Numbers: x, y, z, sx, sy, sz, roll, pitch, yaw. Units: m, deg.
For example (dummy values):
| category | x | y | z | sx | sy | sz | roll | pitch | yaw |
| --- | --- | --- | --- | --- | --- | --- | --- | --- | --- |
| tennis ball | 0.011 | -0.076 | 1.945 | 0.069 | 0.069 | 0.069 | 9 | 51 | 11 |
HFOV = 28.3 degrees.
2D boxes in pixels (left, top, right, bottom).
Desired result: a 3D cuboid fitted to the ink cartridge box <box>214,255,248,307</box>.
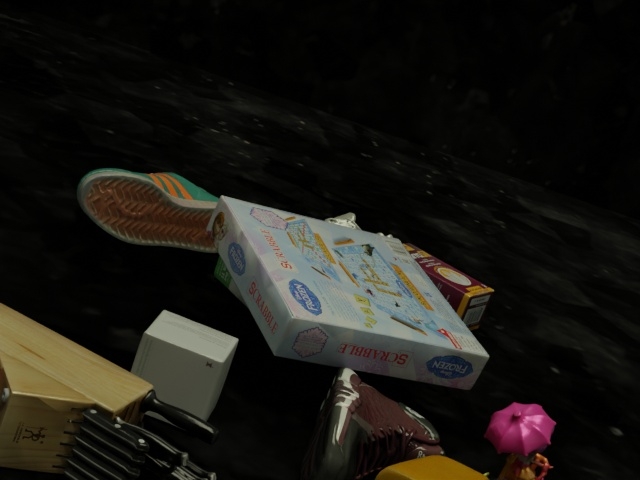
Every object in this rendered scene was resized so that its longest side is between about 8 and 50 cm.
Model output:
| category | x | y | z | sx | sy | sz | roll | pitch | yaw |
| --- | --- | --- | --- | --- | --- | --- | --- | --- | --- |
| ink cartridge box | -0.041 | 0.071 | 1.929 | 0.153 | 0.087 | 0.208 | 7 | 22 | -40 |

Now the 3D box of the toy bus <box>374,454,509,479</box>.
| category | x | y | z | sx | sy | sz | roll | pitch | yaw |
| --- | --- | --- | --- | --- | --- | --- | --- | --- | --- |
| toy bus | 0.196 | 0.345 | 1.301 | 0.333 | 0.130 | 0.108 | 33 | 19 | 33 |

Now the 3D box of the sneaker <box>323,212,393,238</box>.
| category | x | y | z | sx | sy | sz | roll | pitch | yaw |
| --- | --- | --- | --- | --- | --- | --- | --- | --- | --- |
| sneaker | 0.000 | 0.000 | 2.114 | 0.262 | 0.121 | 0.099 | 19 | -3 | -18 |

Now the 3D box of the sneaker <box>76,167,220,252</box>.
| category | x | y | z | sx | sy | sz | roll | pitch | yaw |
| --- | --- | --- | --- | --- | --- | --- | --- | --- | --- |
| sneaker | -0.271 | -0.057 | 2.027 | 0.302 | 0.108 | 0.121 | 18 | 14 | -42 |

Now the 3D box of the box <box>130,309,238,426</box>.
| category | x | y | z | sx | sy | sz | roll | pitch | yaw |
| --- | --- | --- | --- | --- | --- | --- | --- | --- | --- |
| box | -0.164 | 0.154 | 1.492 | 0.102 | 0.101 | 0.087 | 21 | 17 | 2 |

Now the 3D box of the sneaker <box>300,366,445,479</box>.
| category | x | y | z | sx | sy | sz | roll | pitch | yaw |
| --- | --- | --- | --- | --- | --- | --- | --- | --- | --- |
| sneaker | 0.075 | 0.243 | 1.518 | 0.162 | 0.106 | 0.281 | 25 | 16 | 0 |

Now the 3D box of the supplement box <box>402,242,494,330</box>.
| category | x | y | z | sx | sy | sz | roll | pitch | yaw |
| --- | --- | --- | --- | --- | --- | --- | --- | --- | --- |
| supplement box | 0.189 | 0.082 | 2.198 | 0.188 | 0.081 | 0.104 | 30 | 19 | 26 |

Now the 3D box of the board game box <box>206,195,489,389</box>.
| category | x | y | z | sx | sy | sz | roll | pitch | yaw |
| --- | --- | --- | --- | --- | --- | --- | --- | --- | --- |
| board game box | 0.032 | 0.071 | 1.775 | 0.318 | 0.066 | 0.318 | 14 | 24 | -29 |

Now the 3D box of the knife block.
| category | x | y | z | sx | sy | sz | roll | pitch | yaw |
| --- | --- | --- | --- | --- | --- | --- | --- | --- | --- |
| knife block | -0.237 | 0.180 | 1.347 | 0.242 | 0.088 | 0.275 | 13 | 18 | -30 |

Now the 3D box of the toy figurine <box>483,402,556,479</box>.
| category | x | y | z | sx | sy | sz | roll | pitch | yaw |
| --- | --- | --- | --- | --- | --- | --- | --- | --- | --- |
| toy figurine | 0.240 | 0.271 | 1.536 | 0.173 | 0.159 | 0.130 | 5 | 24 | -46 |
